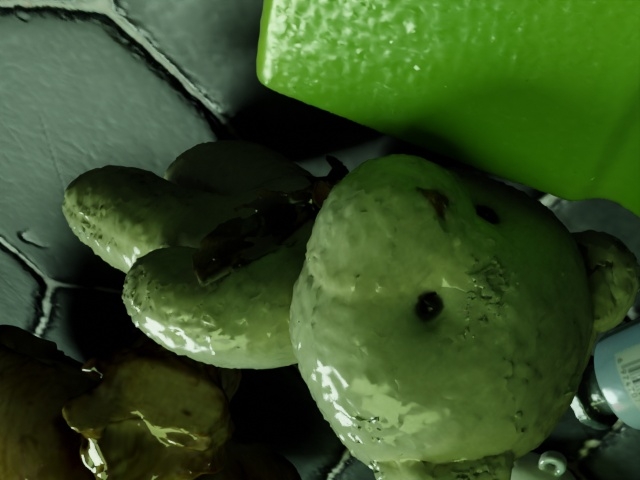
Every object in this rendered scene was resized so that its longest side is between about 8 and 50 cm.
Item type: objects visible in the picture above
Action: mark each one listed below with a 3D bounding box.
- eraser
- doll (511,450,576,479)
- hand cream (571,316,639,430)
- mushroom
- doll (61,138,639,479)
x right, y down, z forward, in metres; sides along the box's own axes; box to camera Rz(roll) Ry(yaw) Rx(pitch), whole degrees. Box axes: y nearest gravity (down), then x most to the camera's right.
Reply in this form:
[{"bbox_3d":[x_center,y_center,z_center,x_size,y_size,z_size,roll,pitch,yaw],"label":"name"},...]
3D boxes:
[{"bbox_3d":[0.092,-0.136,0.450,0.210,0.092,0.274,21,146,3],"label":"eraser"},{"bbox_3d":[0.130,0.178,0.855,0.135,0.071,0.113,41,133,-16],"label":"doll"},{"bbox_3d":[0.239,0.042,0.630,0.091,0.058,0.271,50,135,-9],"label":"hand cream"},{"bbox_3d":[-0.137,0.149,0.854,0.263,0.195,0.283,27,144,5],"label":"mushroom"},{"bbox_3d":[-0.003,0.001,0.593,0.278,0.175,0.149,22,150,36],"label":"doll"}]
